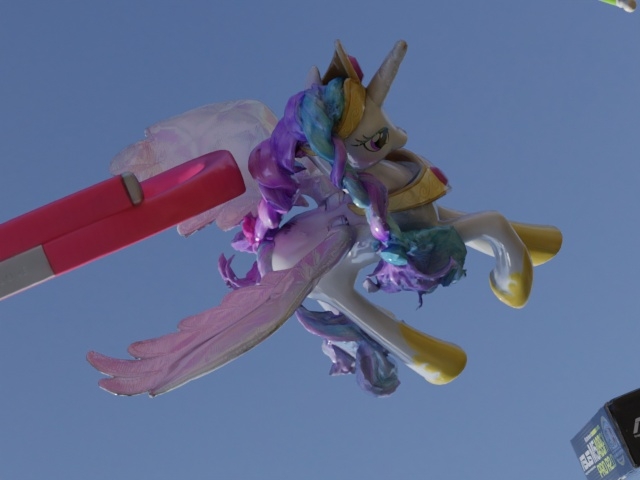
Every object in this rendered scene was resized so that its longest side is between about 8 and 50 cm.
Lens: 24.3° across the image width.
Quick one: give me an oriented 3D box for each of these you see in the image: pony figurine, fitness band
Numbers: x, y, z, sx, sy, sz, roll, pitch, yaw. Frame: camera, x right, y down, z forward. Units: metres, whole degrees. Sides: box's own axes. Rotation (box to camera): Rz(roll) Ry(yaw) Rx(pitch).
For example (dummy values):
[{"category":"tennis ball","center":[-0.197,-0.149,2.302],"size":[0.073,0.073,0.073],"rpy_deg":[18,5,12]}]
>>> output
[{"category":"pony figurine","center":[0.000,0.000,1.284],"size":[0.363,0.351,0.302],"rpy_deg":[41,-151,-43]},{"category":"fitness band","center":[-0.201,-0.005,1.192],"size":[0.291,0.209,0.054],"rpy_deg":[-22,-86,2]}]

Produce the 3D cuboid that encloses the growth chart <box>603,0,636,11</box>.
[{"category":"growth chart","center":[0.268,-0.370,1.681],"size":[0.021,0.172,0.237],"rpy_deg":[-34,-68,-9]}]

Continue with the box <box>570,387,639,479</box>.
[{"category":"box","center":[0.360,0.133,1.272],"size":[0.216,0.270,0.060],"rpy_deg":[81,167,-74]}]
